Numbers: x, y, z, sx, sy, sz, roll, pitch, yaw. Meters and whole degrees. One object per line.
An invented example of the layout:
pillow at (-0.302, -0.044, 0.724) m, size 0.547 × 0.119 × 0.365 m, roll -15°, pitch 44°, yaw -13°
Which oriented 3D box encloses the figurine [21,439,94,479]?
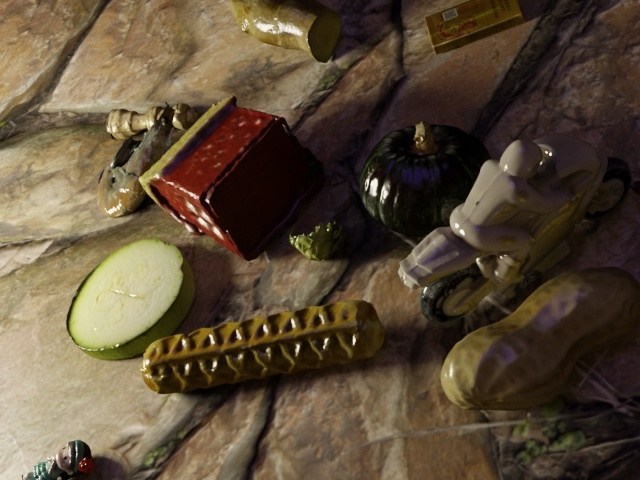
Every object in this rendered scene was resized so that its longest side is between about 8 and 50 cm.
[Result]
figurine at (-0.368, 0.323, 1.588) m, size 0.106 × 0.047 × 0.060 m, roll -30°, pitch 36°, yaw 4°

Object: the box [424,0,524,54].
box at (0.255, -0.368, 1.880) m, size 0.156 × 0.022 × 0.089 m, roll -21°, pitch 44°, yaw 11°

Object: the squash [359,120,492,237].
squash at (0.153, -0.085, 1.598) m, size 0.193 × 0.156 × 0.193 m, roll 1°, pitch 56°, yaw -2°

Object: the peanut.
peanut at (0.276, 0.124, 1.378) m, size 0.275 × 0.111 × 0.125 m, roll -34°, pitch 49°, yaw -3°

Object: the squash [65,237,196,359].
squash at (-0.296, 0.091, 1.764) m, size 0.219 × 0.041 × 0.219 m, roll -18°, pitch 44°, yaw 19°

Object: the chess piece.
chess piece at (-0.295, -0.214, 2.013) m, size 0.172 × 0.060 × 0.060 m, roll -4°, pitch 51°, yaw 25°

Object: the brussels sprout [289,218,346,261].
brussels sprout at (0.000, 0.000, 1.673) m, size 0.085 × 0.058 × 0.085 m, roll -27°, pitch 11°, yaw 6°

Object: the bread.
bread at (-0.086, 0.150, 1.569) m, size 0.368 × 0.084 × 0.077 m, roll -13°, pitch 8°, yaw 20°

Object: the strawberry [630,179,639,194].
strawberry at (0.528, -0.075, 1.427) m, size 0.228 × 0.098 × 0.174 m, roll 26°, pitch 68°, yaw 41°

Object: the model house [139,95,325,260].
model house at (-0.157, -0.114, 1.780) m, size 0.254 × 0.160 × 0.196 m, roll 26°, pitch 68°, yaw 42°

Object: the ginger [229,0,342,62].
ginger at (-0.072, -0.402, 2.026) m, size 0.263 × 0.116 × 0.109 m, roll 34°, pitch 113°, yaw 38°

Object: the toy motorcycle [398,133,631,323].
toy motorcycle at (0.252, -0.030, 1.450) m, size 0.341 × 0.223 × 0.108 m, roll -37°, pitch 49°, yaw -3°

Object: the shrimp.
shrimp at (-0.320, -0.141, 1.951) m, size 0.126 × 0.047 × 0.223 m, roll 17°, pitch 75°, yaw 41°
